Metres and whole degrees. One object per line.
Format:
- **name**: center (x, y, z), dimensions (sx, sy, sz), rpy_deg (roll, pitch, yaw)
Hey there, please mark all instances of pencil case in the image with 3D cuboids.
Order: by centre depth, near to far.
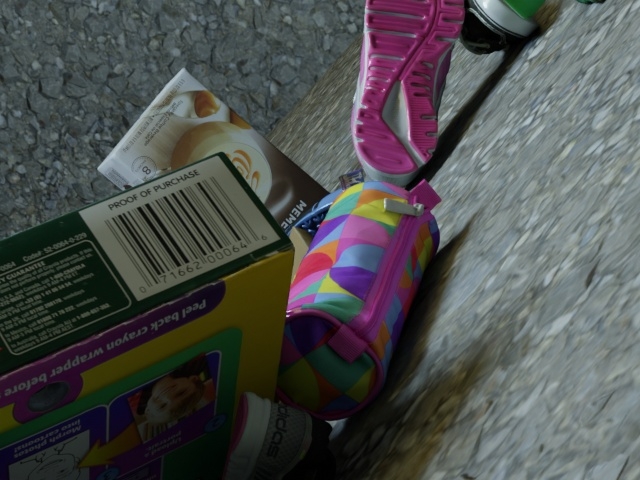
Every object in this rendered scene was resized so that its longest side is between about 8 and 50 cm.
- **pencil case**: center (0.027, 0.037, 1.327), dimensions (0.104, 0.104, 0.236), rpy_deg (-45, 11, 32)

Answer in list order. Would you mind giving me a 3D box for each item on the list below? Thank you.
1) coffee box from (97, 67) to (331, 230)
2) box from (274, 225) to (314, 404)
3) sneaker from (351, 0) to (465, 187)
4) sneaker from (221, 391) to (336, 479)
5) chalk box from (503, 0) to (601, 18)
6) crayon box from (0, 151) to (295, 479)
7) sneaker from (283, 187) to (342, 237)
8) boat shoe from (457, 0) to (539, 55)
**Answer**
- **coffee box**: center (-0.115, -0.062, 2.015), dimensions (0.141, 0.246, 0.098), rpy_deg (-53, 10, -18)
- **box**: center (-0.033, 0.078, 1.523), dimensions (0.201, 0.021, 0.164), rpy_deg (-128, 56, -82)
- **sneaker**: center (0.078, -0.162, 1.761), dimensions (0.111, 0.103, 0.252), rpy_deg (106, 179, -66)
- **sneaker**: center (-0.029, 0.163, 1.198), dimensions (0.170, 0.075, 0.063), rpy_deg (102, -179, -56)
- **chalk box**: center (0.237, -0.306, 1.617), dimensions (0.213, 0.132, 0.132), rpy_deg (-48, 8, 5)
- **crayon box**: center (-0.205, 0.134, 1.171), dimensions (0.363, 0.106, 0.313), rpy_deg (-23, -32, -24)
- **sneaker**: center (0.000, 0.000, 1.693), dimensions (0.232, 0.081, 0.090), rpy_deg (-44, 17, 45)
- **boat shoe**: center (0.177, -0.225, 1.808), dimensions (0.070, 0.078, 0.219), rpy_deg (-48, 0, 9)
